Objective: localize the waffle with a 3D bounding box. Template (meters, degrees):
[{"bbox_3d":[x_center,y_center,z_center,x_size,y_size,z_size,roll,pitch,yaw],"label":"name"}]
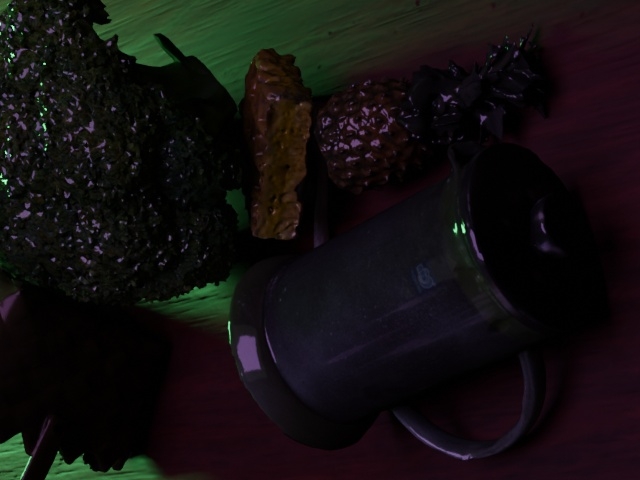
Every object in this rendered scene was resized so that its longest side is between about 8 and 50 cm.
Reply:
[{"bbox_3d":[-0.052,-0.115,1.858,0.211,0.055,0.160,-107,22,-64],"label":"waffle"}]

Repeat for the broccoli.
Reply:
[{"bbox_3d":[-0.230,-0.082,1.871,0.321,0.310,0.413,-101,-3,-52],"label":"broccoli"}]

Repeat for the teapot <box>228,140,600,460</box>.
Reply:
[{"bbox_3d":[0.109,0.074,1.625,0.337,0.200,0.270,-29,88,39],"label":"teapot"}]

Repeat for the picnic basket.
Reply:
[{"bbox_3d":[-0.367,0.186,2.033,0.254,0.291,0.321,26,90,46],"label":"picnic basket"}]

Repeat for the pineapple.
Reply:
[{"bbox_3d":[0.113,-0.124,1.715,0.251,0.125,0.125,-21,68,33],"label":"pineapple"}]

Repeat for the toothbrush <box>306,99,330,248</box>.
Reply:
[{"bbox_3d":[0.000,0.000,1.863,0.029,0.025,0.307,-21,67,53],"label":"toothbrush"}]
